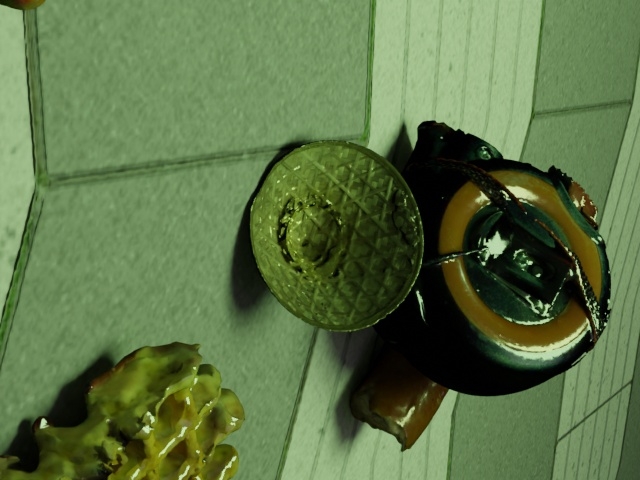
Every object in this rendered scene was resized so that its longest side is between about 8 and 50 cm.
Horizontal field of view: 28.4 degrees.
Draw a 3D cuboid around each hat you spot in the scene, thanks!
[{"bbox_3d":[0.000,0.000,0.969,0.146,0.067,0.146,4,81,-26],"label":"hat"}]

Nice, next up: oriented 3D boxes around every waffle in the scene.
[{"bbox_3d":[-0.147,0.189,0.782,0.283,0.065,0.309,-69,156,-6],"label":"waffle"}]

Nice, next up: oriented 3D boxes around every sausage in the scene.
[{"bbox_3d":[0.115,0.059,1.193,0.302,0.076,0.103,-64,152,-19],"label":"sausage"}]

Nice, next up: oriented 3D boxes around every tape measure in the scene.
[{"bbox_3d":[0.141,0.025,1.084,0.202,0.223,0.135,-61,-172,-28],"label":"tape measure"}]

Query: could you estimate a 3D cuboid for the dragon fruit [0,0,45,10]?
[{"bbox_3d":[-0.130,-0.188,0.542,0.150,0.208,0.133,49,31,-8],"label":"dragon fruit"}]
